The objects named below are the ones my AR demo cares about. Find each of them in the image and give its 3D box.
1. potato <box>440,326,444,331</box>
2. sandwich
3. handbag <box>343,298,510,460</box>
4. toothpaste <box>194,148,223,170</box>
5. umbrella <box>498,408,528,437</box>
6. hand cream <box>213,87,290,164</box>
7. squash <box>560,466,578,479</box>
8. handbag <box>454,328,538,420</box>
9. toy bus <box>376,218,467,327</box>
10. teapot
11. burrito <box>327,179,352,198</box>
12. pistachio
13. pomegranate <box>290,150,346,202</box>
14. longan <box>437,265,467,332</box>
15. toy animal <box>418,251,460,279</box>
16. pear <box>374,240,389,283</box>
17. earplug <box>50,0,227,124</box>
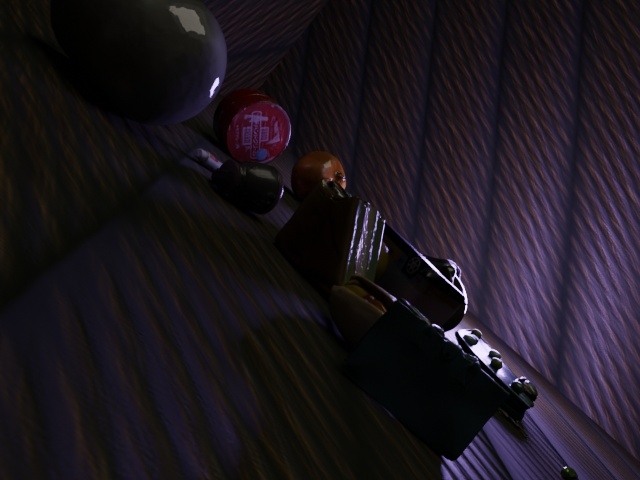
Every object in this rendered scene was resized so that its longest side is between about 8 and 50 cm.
[{"bbox_3d":[0.298,0.257,1.834,0.093,0.037,0.036,-8,67,-59],"label":"potato"},{"bbox_3d":[0.053,0.008,1.479,0.227,0.198,0.155,44,9,34],"label":"sandwich"},{"bbox_3d":[0.157,0.205,1.049,0.221,0.144,0.057,40,6,4],"label":"handbag"},{"bbox_3d":[-0.243,-0.174,1.758,0.052,0.033,0.218,50,7,33],"label":"toothpaste"},{"bbox_3d":[0.451,0.426,1.677,0.122,0.013,0.022,44,30,23],"label":"umbrella"},{"bbox_3d":[-0.220,-0.363,2.226,0.230,0.230,0.149,34,12,-38],"label":"hand cream"},{"bbox_3d":[0.568,0.530,1.591,0.027,0.027,0.089,45,8,37],"label":"squash"},{"bbox_3d":[0.451,0.339,1.846,0.274,0.100,0.269,42,7,18],"label":"handbag"},{"bbox_3d":[0.210,0.092,1.877,0.171,0.162,0.386,38,8,-31],"label":"toy bus"},{"bbox_3d":[-0.172,-0.138,1.590,0.146,0.116,0.148,18,24,-42],"label":"teapot"},{"bbox_3d":[0.102,-0.070,2.404,0.190,0.135,0.332,52,9,22],"label":"burrito"},{"bbox_3d":[0.093,0.150,1.213,0.200,0.117,0.145,36,-33,28],"label":"pistachio"},{"bbox_3d":[-0.006,-0.214,2.485,0.209,0.209,0.209,39,8,-6],"label":"pomegranate"},{"bbox_3d":[0.333,0.160,1.951,0.159,0.204,0.185,9,26,-11],"label":"longan"},{"bbox_3d":[0.291,0.088,2.306,0.343,0.168,0.106,29,8,5],"label":"toy animal"},{"bbox_3d":[0.120,0.048,1.730,0.104,0.141,0.141,-2,18,-9],"label":"pear"},{"bbox_3d":[-0.382,-0.427,1.541,0.313,0.312,0.394,30,15,-51],"label":"earplug"}]
